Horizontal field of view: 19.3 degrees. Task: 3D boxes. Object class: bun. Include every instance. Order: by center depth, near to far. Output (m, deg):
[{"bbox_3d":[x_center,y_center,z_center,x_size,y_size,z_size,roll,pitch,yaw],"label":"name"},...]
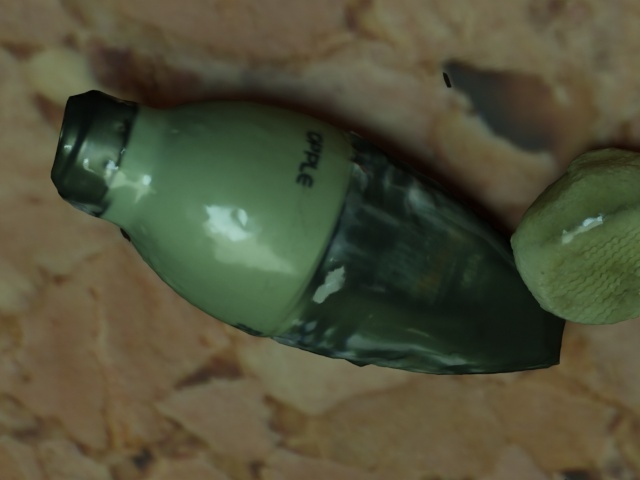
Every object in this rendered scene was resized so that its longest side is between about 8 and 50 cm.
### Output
[{"bbox_3d":[0.122,-0.006,0.810,0.086,0.054,0.086,-10,138,-9],"label":"bun"}]

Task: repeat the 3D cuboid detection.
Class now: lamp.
[{"bbox_3d":[0.000,0.000,0.820,0.250,0.101,0.101,21,128,-15],"label":"lamp"}]
